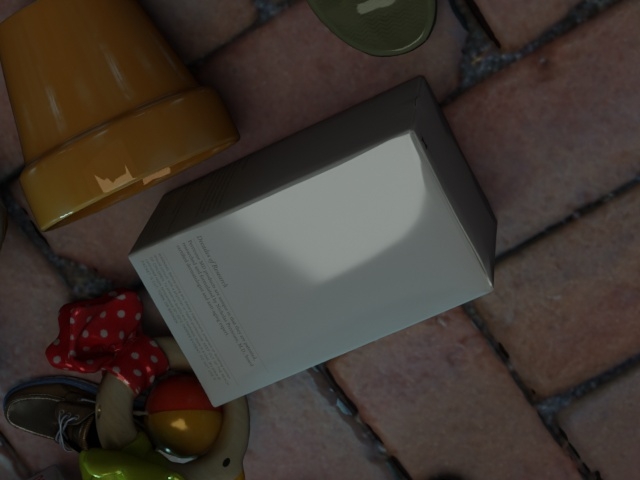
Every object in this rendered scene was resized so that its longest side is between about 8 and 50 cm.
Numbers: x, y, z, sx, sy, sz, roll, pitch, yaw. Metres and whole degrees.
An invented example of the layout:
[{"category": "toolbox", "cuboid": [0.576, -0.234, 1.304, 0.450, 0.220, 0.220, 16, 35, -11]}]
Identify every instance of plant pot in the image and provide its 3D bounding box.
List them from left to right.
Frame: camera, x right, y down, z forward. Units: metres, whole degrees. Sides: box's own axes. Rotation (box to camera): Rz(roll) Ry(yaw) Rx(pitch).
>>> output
[{"category": "plant pot", "cuboid": [-0.206, -0.135, 1.613, 0.205, 0.205, 0.188, -25, 91, 15]}]

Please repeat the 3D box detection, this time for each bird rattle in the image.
[{"category": "bird rattle", "cuboid": [-0.170, 0.169, 1.740, 0.207, 0.253, 0.143, 7, 148, -31]}]

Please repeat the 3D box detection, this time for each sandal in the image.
[{"category": "sandal", "cuboid": [0.009, -0.300, 1.569, 0.120, 0.086, 0.302, -21, 108, 14]}]

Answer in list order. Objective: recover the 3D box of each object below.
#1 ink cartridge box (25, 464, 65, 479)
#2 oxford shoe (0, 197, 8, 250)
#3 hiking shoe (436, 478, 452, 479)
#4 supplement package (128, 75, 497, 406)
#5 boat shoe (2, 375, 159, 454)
[{"category": "ink cartridge box", "cuboid": [-0.346, 0.346, 1.782, 0.237, 0.172, 0.100, -28, 105, -7]}, {"category": "oxford shoe", "cuboid": [-0.486, -0.093, 1.697, 0.449, 0.130, 0.169, 37, 116, 8]}, {"category": "hiking shoe", "cuboid": [0.121, 0.401, 1.795, 0.113, 0.132, 0.304, 6, 101, 3]}, {"category": "supplement package", "cuboid": [0.000, 0.000, 1.640, 0.293, 0.177, 0.175, -24, 106, 16]}, {"category": "boat shoe", "cuboid": [-0.244, 0.186, 1.801, 0.183, 0.066, 0.066, 4, 111, 5]}]
